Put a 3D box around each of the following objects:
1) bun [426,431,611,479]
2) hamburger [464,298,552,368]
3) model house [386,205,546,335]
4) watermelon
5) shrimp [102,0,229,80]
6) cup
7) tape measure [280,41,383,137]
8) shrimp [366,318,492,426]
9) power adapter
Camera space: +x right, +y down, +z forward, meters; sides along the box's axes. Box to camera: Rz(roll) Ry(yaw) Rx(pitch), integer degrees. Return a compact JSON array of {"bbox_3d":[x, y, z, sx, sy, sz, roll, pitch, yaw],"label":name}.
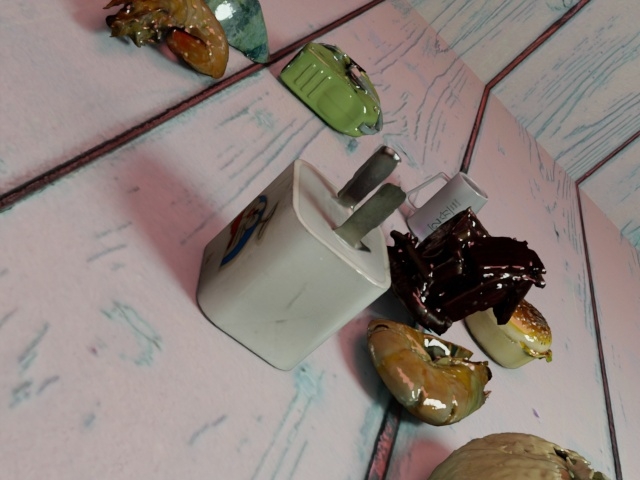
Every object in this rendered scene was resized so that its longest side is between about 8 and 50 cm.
[{"bbox_3d":[0.220,0.289,0.833,0.259,0.152,0.259,41,23,-22],"label":"bun"},{"bbox_3d":[0.272,0.122,1.269,0.141,0.081,0.126,51,23,10],"label":"hamburger"},{"bbox_3d":[0.165,0.024,1.100,0.141,0.164,0.203,48,6,-32],"label":"model house"},{"bbox_3d":[-0.133,-0.325,1.310,0.094,0.081,0.180,30,8,27],"label":"watermelon"},{"bbox_3d":[-0.181,-0.254,1.105,0.152,0.063,0.287,55,20,-12],"label":"shrimp"},{"bbox_3d":[0.181,-0.052,1.352,0.104,0.116,0.074,44,21,8],"label":"cup"},{"bbox_3d":[0.028,-0.240,1.405,0.177,0.087,0.154,44,23,-16],"label":"tape measure"},{"bbox_3d":[0.133,0.146,1.023,0.267,0.061,0.145,7,37,-54],"label":"shrimp"},{"bbox_3d":[0.000,0.000,0.827,0.125,0.205,0.130,38,23,-21],"label":"power adapter"}]
